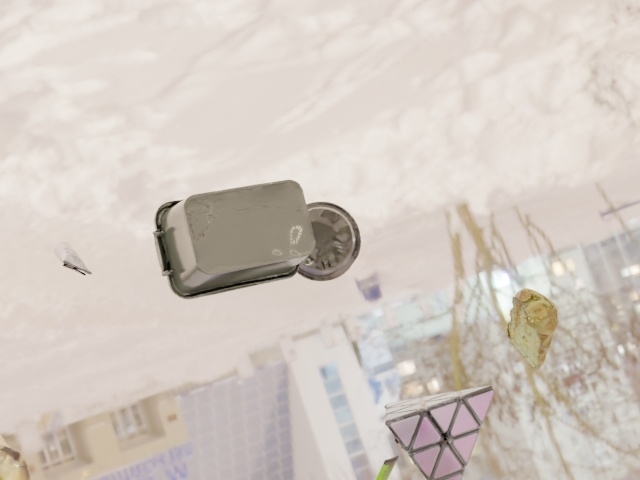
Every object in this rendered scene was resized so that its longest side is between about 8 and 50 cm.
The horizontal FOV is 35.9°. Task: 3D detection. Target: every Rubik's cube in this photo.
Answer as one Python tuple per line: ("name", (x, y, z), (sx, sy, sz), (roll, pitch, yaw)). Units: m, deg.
("Rubik's cube", (0.223, 0.315, 1.625), (0.178, 0.190, 0.211), (-31, -179, 3))

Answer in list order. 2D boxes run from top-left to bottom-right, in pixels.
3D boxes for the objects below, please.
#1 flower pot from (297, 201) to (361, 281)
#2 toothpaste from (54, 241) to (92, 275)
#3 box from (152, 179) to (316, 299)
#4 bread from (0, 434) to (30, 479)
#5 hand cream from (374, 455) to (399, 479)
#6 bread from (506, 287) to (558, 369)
("flower pot", (0.000, 0.000, 1.897), (0.157, 0.157, 0.107), (-19, 178, 1))
("toothpaste", (-0.373, 0.025, 1.472), (0.028, 0.045, 0.170), (-60, -157, -3))
("box", (-0.129, -0.009, 1.556), (0.243, 0.163, 0.135), (-10, 172, -23))
("bread", (-0.657, 0.463, 1.674), (0.361, 0.250, 0.394), (-41, -156, -16))
("hand cream", (0.137, 0.499, 2.118), (0.036, 0.023, 0.122), (-10, 141, -27))
("bread", (0.478, 0.195, 2.209), (0.088, 0.128, 0.232), (-22, 147, -8))
